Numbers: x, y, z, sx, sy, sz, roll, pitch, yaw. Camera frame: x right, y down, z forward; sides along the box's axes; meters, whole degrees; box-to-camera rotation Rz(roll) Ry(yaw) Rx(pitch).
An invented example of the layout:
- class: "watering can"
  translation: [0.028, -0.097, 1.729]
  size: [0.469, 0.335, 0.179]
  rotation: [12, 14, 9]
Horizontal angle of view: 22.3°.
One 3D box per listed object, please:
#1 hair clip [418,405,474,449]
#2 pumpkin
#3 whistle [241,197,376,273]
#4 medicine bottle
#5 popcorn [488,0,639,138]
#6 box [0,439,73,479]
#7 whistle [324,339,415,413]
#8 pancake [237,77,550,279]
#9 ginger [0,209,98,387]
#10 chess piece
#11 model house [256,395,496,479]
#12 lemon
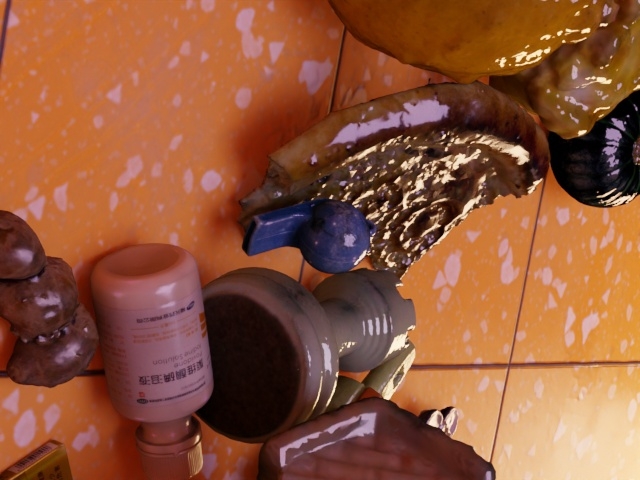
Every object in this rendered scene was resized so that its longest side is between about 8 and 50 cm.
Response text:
- class: "hair clip"
  translation: [0.123, 0.332, 2.159]
  size: [0.257, 0.075, 0.146]
  rotation: [-49, 150, -19]
- class: "pumpkin"
  translation: [0.410, -0.142, 2.303]
  size: [0.202, 0.140, 0.202]
  rotation: [-15, 111, -44]
- class: "whistle"
  translation: [0.000, 0.000, 1.793]
  size: [0.158, 0.090, 0.090]
  rotation: [-16, 113, -37]
- class: "medicine bottle"
  translation: [-0.172, 0.135, 1.710]
  size: [0.114, 0.114, 0.252]
  rotation: [-29, 123, -42]
- class: "popcorn"
  translation: [0.329, -0.308, 2.043]
  size: [0.292, 0.294, 0.334]
  rotation: [-7, 115, -55]
- class: "box"
  translation: [-0.316, 0.278, 1.652]
  size: [0.156, 0.022, 0.089]
  rotation: [-34, 124, -39]
- class: "whistle"
  translation: [0.032, 0.236, 1.982]
  size: [0.288, 0.106, 0.131]
  rotation: [-49, 155, -24]
- class: "pancake"
  translation: [0.098, -0.068, 1.905]
  size: [0.305, 0.067, 0.427]
  rotation: [-49, 146, 19]
- class: "ginger"
  translation: [-0.281, 0.056, 1.581]
  size: [0.104, 0.080, 0.204]
  rotation: [-38, 130, -30]
- class: "chess piece"
  translation: [-0.010, 0.110, 1.856]
  size: [0.299, 0.195, 0.194]
  rotation: [-14, 112, -57]
- class: "model house"
  translation: [-0.005, 0.397, 1.727]
  size: [0.400, 0.395, 0.445]
  rotation: [-79, 178, -45]
- class: "lemon"
  translation: [0.153, -0.316, 1.814]
  size: [0.316, 0.285, 0.285]
  rotation: [16, 89, -28]
